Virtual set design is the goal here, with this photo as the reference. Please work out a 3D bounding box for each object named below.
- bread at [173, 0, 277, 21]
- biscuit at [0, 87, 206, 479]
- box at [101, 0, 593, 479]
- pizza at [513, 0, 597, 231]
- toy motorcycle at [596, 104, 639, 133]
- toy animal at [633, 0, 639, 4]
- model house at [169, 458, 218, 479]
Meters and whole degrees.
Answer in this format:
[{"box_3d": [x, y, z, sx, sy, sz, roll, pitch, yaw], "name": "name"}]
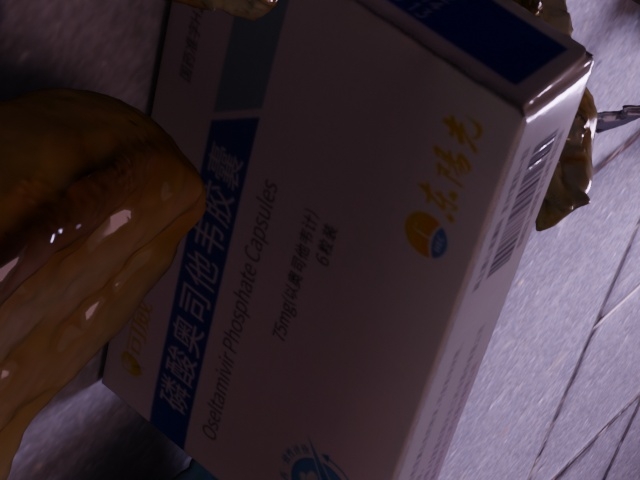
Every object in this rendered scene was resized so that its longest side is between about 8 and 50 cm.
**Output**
[{"box_3d": [-0.065, -0.134, 0.709, 0.154, 0.136, 0.054, -43, 174, -22], "name": "bread"}, {"box_3d": [-0.164, 0.044, 0.826, 0.274, 0.091, 0.213, -50, 162, -9], "name": "biscuit"}, {"box_3d": [-0.003, 0.001, 0.963, 0.065, 0.200, 0.343, -33, 151, -40], "name": "box"}, {"box_3d": [0.100, -0.090, 1.033, 0.297, 0.071, 0.189, -118, -138, -74], "name": "pizza"}, {"box_3d": [0.376, -0.164, 1.540, 0.207, 0.401, 0.134, -121, -156, -84], "name": "toy motorcycle"}, {"box_3d": [0.198, -0.204, 1.134, 0.121, 0.168, 0.233, -67, 160, -3], "name": "toy animal"}, {"box_3d": [-0.059, 0.195, 1.216, 0.261, 0.225, 0.241, 96, -3, -58], "name": "model house"}]
